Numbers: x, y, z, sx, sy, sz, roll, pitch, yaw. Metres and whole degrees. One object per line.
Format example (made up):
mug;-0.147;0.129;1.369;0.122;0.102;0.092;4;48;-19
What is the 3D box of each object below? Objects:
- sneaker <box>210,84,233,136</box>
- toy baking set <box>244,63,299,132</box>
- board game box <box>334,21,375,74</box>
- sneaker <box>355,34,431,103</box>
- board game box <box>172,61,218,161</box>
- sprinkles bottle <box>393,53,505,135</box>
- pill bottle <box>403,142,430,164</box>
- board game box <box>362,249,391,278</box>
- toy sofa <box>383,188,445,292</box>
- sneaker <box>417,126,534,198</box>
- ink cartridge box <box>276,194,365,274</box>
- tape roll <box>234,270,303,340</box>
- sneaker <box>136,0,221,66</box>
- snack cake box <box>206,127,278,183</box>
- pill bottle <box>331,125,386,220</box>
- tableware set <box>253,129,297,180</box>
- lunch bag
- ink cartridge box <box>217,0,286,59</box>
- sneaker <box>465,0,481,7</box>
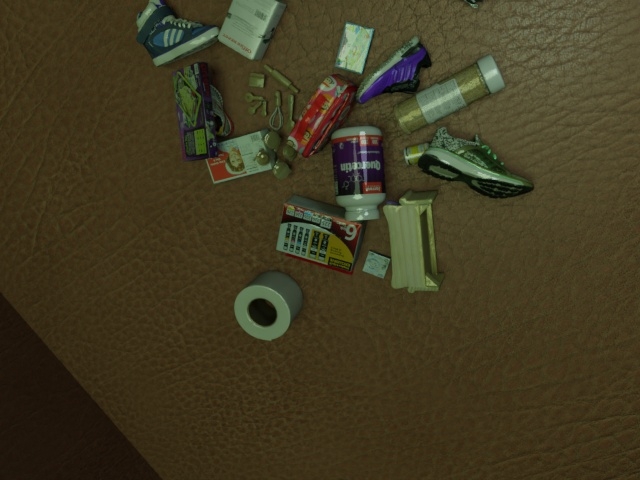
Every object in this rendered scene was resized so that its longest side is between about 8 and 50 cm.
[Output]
sneaker;-0.417;-0.507;2.023;0.088;0.093;0.225;-27;97;24
toy baking set;-0.173;-0.529;1.978;0.256;0.030;0.196;35;117;4
board game box;0.120;-0.672;1.836;0.104;0.026;0.154;20;113;10
sneaker;0.256;-0.537;1.762;0.293;0.102;0.146;-42;104;0
board game box;-0.478;-0.481;1.999;0.208;0.056;0.346;3;102;43
sprinkles bottle;0.424;-0.480;1.755;0.356;0.121;0.121;-24;100;23
pill bottle;0.359;-0.310;1.864;0.117;0.065;0.065;-11;104;21
board game box;0.221;0.094;2.069;0.090;0.020;0.090;21;112;9
toy sofa;0.348;0.000;1.928;0.177;0.150;0.362;-2;107;23
sneaker;0.544;-0.273;1.778;0.411;0.158;0.181;20;77;-7
ink cartridge box;0.000;0.000;2.046;0.310;0.130;0.271;16;113;11
tape roll;-0.212;0.266;2.181;0.246;0.169;0.246;5;110;15
sneaker;-0.540;-0.805;1.939;0.323;0.130;0.236;-13;108;26
snack cake box;-0.312;-0.328;2.054;0.265;0.089;0.152;-11;106;20
pill bottle;0.137;-0.234;1.863;0.182;0.181;0.322;-4;94;18
tableware set;-0.165;-0.321;1.980;0.169;0.020;0.141;33;83;-25
lunch bag;0.003;-0.433;1.826;0.120;0.258;0.293;38;116;6
ink cartridge box;-0.246;-0.781;1.876;0.160;0.092;0.219;33;115;5
sneaker;0.527;-0.827;1.621;0.153;0.094;0.235;45;115;-3
